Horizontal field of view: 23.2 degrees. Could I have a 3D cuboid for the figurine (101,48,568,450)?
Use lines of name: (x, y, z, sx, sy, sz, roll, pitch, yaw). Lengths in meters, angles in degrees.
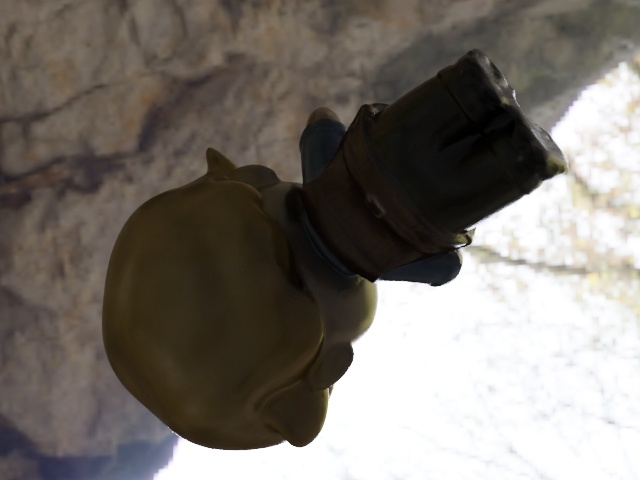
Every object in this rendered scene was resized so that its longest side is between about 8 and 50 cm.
figurine: (0.000, 0.000, 0.621, 0.114, 0.196, 0.108, 50, -163, -5)
